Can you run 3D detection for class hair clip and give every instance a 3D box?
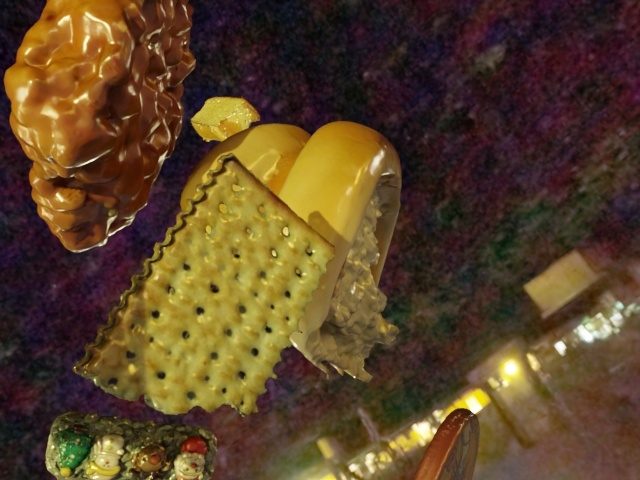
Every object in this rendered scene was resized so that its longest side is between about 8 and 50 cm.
[{"bbox_3d":[-0.351,0.409,1.368,0.321,0.138,0.091,10,-178,-21],"label":"hair clip"}]

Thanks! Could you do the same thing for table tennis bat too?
[{"bbox_3d":[0.107,0.396,0.836,0.268,0.051,0.415,39,69,-64],"label":"table tennis bat"}]

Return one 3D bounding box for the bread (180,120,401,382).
[{"bbox_3d":[-0.018,0.019,0.952,0.245,0.329,0.424,0,172,10],"label":"bread"}]

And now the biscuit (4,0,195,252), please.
[{"bbox_3d":[-0.213,-0.159,0.762,0.110,0.318,0.312,14,150,-4],"label":"biscuit"}]

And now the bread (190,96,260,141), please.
[{"bbox_3d":[-0.219,-0.275,1.624,0.103,0.187,0.065,-49,128,-16],"label":"bread"}]

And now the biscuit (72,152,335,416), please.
[{"bbox_3d":[-0.073,0.047,0.549,0.016,0.144,0.203,-11,-135,54],"label":"biscuit"}]
